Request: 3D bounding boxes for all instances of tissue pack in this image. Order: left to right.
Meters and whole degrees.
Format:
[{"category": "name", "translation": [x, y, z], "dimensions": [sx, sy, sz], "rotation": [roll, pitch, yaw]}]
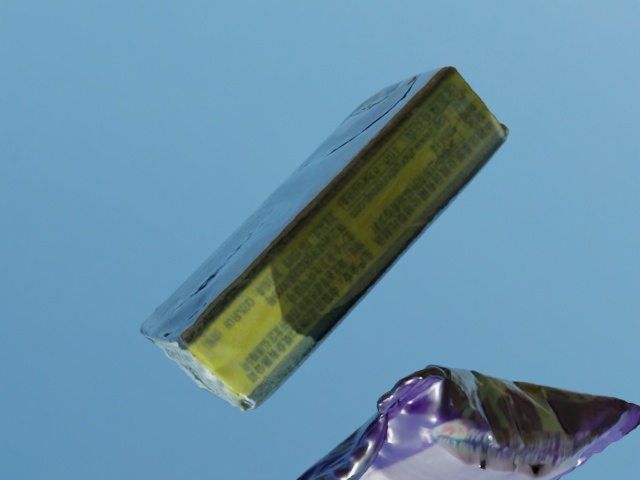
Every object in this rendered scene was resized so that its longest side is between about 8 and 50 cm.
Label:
[{"category": "tissue pack", "translation": [0.000, 0.000, 1.103], "dimensions": [0.081, 0.185, 0.257], "rotation": [46, -101, -8]}]

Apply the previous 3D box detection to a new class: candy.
[{"category": "candy", "translation": [0.089, 0.132, 0.998], "dimensions": [0.275, 0.145, 0.070], "rotation": [13, -134, -51]}]
